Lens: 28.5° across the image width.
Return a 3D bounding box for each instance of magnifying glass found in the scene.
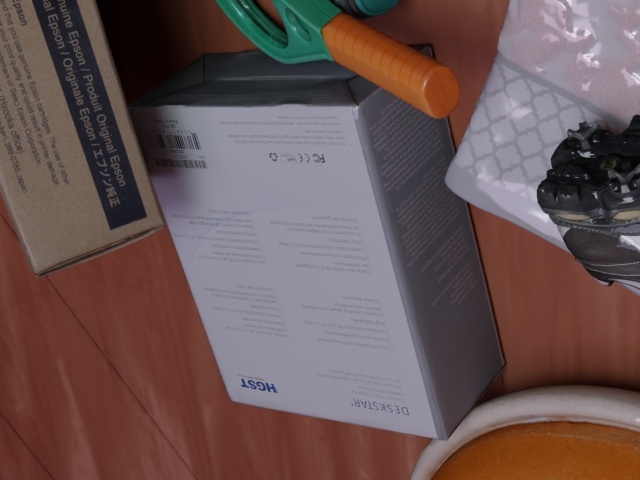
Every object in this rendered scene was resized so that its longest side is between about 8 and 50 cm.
[{"bbox_3d":[-0.004,-0.120,0.700,0.231,0.026,0.092,35,161,46],"label":"magnifying glass"}]

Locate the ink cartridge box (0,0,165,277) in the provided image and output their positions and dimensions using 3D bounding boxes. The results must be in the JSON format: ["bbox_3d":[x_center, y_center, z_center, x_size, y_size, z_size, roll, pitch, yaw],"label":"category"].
[{"bbox_3d":[-0.182,-0.117,0.781,0.235,0.088,0.193,-130,21,-59],"label":"ink cartridge box"}]

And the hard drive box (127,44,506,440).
[{"bbox_3d":[0.000,0.000,0.808,0.181,0.089,0.232,5,123,36],"label":"hard drive box"}]

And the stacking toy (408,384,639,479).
[{"bbox_3d":[0.107,0.339,0.688,0.350,0.480,0.351,20,131,25],"label":"stacking toy"}]

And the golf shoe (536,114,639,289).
[{"bbox_3d":[0.203,-0.006,0.592,0.198,0.077,0.094,10,138,40],"label":"golf shoe"}]

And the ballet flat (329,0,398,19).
[{"bbox_3d":[0.004,-0.210,0.673,0.070,0.070,0.188,15,125,29],"label":"ballet flat"}]

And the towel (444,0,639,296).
[{"bbox_3d":[0.240,-0.067,0.599,0.331,0.053,0.317,32,135,14],"label":"towel"}]
